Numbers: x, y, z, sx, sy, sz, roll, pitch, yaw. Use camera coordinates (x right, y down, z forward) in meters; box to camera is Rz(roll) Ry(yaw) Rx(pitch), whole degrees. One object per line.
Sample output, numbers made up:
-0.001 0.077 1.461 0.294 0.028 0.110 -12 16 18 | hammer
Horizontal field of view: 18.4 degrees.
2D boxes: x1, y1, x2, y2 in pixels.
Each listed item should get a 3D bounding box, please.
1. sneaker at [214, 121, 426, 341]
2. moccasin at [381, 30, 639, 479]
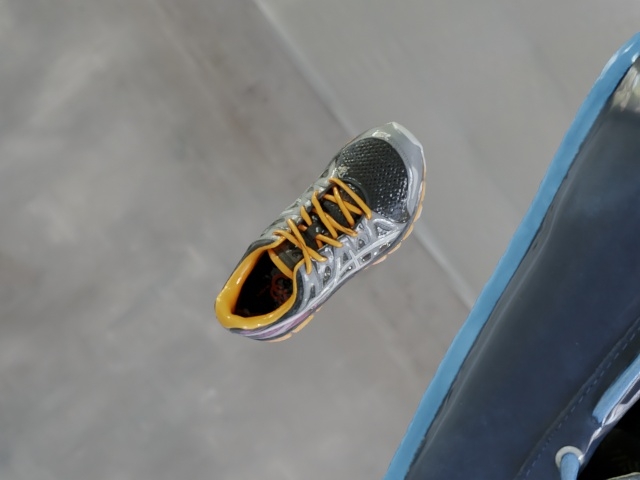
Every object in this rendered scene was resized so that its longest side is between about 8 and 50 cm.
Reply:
0.000 0.000 1.500 0.084 0.215 0.083 43 18 15 | sneaker
0.104 0.083 0.772 0.117 0.342 0.138 29 15 21 | moccasin
